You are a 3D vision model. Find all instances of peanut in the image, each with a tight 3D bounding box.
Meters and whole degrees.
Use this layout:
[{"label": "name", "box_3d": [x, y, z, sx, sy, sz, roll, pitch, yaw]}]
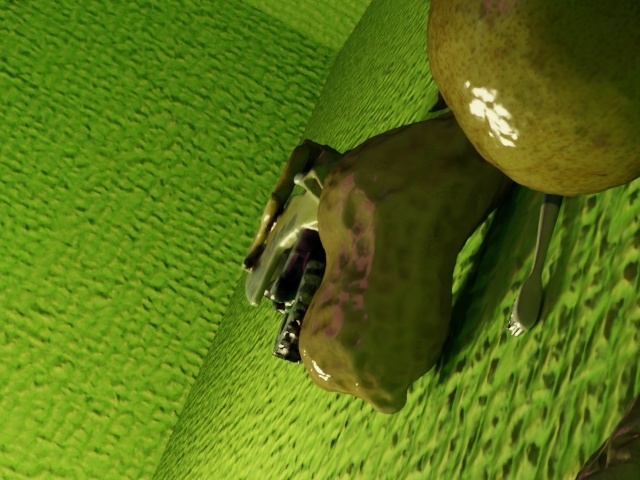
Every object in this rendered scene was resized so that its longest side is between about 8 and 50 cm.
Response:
[{"label": "peanut", "box_3d": [0.066, 0.004, 1.054, 0.291, 0.159, 0.143, -65, -17, -14]}]

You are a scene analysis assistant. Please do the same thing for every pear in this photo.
[{"label": "pear", "box_3d": [0.168, -0.143, 0.741, 0.229, 0.188, 0.211, -65, 16, -16]}]

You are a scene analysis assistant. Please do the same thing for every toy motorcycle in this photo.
[{"label": "toy motorcycle", "box_3d": [0.000, 0.000, 1.429, 0.237, 0.168, 0.410, -61, 8, 7]}]

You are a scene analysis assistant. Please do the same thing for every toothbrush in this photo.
[{"label": "toothbrush", "box_3d": [0.184, -0.040, 0.921, 0.025, 0.019, 0.276, 115, 177, -56]}]

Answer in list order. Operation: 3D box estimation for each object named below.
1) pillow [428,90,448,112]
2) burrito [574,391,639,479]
[{"label": "pillow", "box_3d": [0.191, -0.216, 1.364, 0.118, 0.043, 0.185, -59, 10, -17]}, {"label": "burrito", "box_3d": [0.137, 0.092, 0.505, 0.185, 0.041, 0.045, -42, 12, -30]}]
